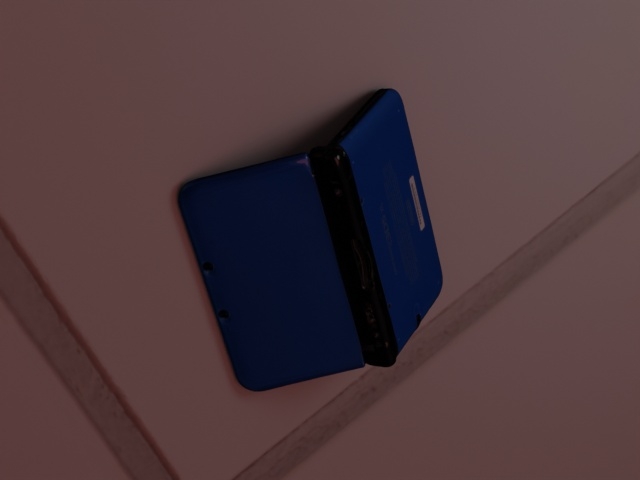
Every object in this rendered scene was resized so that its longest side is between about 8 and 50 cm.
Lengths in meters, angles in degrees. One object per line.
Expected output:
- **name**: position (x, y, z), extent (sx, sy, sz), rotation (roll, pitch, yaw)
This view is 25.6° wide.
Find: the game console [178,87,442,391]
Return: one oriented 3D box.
- **game console**: position (0.000, 0.000, 1.648), extent (0.250, 0.173, 0.293), rotation (-50, 135, -45)
